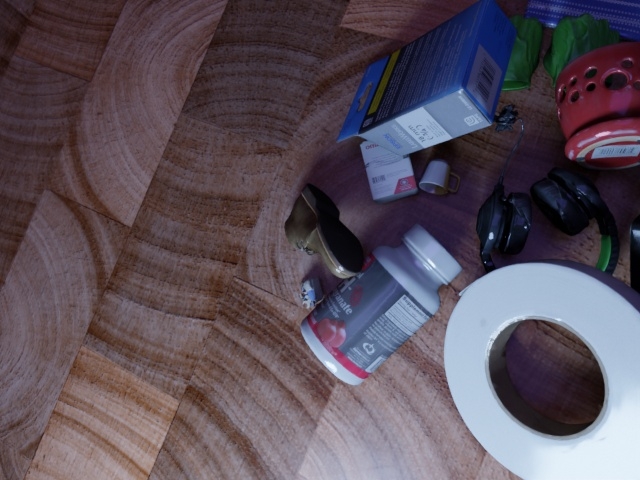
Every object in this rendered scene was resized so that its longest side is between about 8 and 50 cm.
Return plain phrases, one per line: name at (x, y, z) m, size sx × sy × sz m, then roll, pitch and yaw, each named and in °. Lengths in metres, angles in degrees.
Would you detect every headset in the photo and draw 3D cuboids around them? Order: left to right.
headset at (0.408, -0.057, 0.909) m, size 0.243 × 0.185 × 0.394 m, roll -20°, pitch 88°, yaw 13°

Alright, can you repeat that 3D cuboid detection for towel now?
towel at (0.597, -0.595, 1.017) m, size 0.243 × 0.040 × 0.336 m, roll 19°, pitch 89°, yaw 17°

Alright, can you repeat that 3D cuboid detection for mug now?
mug at (0.256, -0.137, 1.042) m, size 0.062 × 0.078 × 0.064 m, roll 5°, pitch 72°, yaw 50°

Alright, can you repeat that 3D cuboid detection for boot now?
boot at (0.000, 0.000, 1.018) m, size 0.115 × 0.112 × 0.305 m, roll -49°, pitch 33°, yaw 16°

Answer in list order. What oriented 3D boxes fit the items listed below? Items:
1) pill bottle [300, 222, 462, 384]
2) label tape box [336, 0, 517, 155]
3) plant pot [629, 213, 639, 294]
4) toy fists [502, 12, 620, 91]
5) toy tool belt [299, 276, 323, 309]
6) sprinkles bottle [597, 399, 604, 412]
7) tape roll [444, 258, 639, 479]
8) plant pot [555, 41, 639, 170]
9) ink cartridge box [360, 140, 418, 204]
pill bottle at (0.126, 0.122, 0.971) m, size 0.318 × 0.176 × 0.176 m, roll -45°, pitch 72°, yaw 6°
label tape box at (0.209, -0.309, 0.992) m, size 0.333 × 0.106 × 0.241 m, roll -10°, pitch 51°, yaw 53°
plant pot at (0.620, 0.028, 0.761) m, size 0.167 × 0.188 × 0.187 m, roll 17°, pitch 130°, yaw 52°
toy fists at (0.462, -0.386, 0.992) m, size 0.279 × 0.096 × 0.142 m, roll 6°, pitch 92°, yaw 16°
toy tool belt at (-0.021, 0.126, 1.088) m, size 0.051 × 0.052 × 0.083 m, roll -30°, pitch 68°, yaw 43°
sprinkles bottle at (0.588, 0.448, 0.810) m, size 0.121 × 0.121 × 0.356 m, roll -15°, pitch 77°, yaw 14°
tape roll at (0.393, 0.225, 0.828) m, size 0.392 × 0.072 × 0.392 m, roll 5°, pitch 97°, yaw 49°
plant pot at (0.538, -0.231, 0.882) m, size 0.191 × 0.191 × 0.174 m, roll 1°, pitch 74°, yaw 17°
ink cartridge box at (0.153, -0.160, 1.069) m, size 0.099 × 0.056 × 0.135 m, roll -14°, pitch 77°, yaw 14°
